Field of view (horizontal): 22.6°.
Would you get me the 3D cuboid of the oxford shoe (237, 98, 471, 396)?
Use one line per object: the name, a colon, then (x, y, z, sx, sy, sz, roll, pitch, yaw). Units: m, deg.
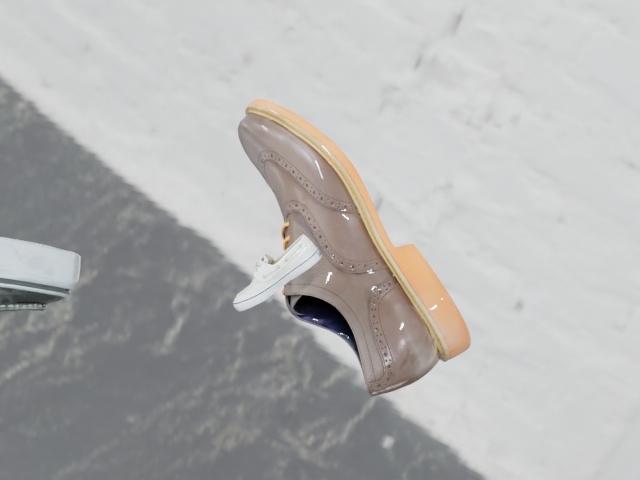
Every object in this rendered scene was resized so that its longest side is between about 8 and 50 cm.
oxford shoe: (0.000, 0.000, 1.659, 0.132, 0.130, 0.364, -33, 63, -9)

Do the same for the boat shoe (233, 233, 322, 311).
boat shoe: (-0.048, 0.029, 1.551, 0.035, 0.100, 0.035, 53, 10, -13)

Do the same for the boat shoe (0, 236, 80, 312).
boat shoe: (-0.348, 0.048, 1.239, 0.335, 0.119, 0.121, 2, 0, -32)
